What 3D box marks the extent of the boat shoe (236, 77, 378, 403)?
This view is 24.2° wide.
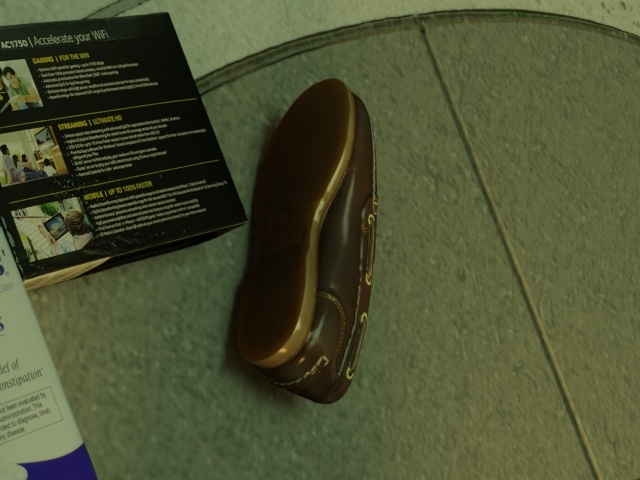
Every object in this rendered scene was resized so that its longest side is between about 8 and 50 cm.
[{"bbox_3d":[0.000,0.000,0.915,0.073,0.073,0.207,36,54,-37],"label":"boat shoe"}]

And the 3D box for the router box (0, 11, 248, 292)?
[{"bbox_3d":[-0.129,-0.050,0.800,0.179,0.046,0.133,-16,84,-53],"label":"router box"}]

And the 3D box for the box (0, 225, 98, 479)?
[{"bbox_3d":[-0.175,0.064,0.620,0.072,0.126,0.137,-19,87,-52],"label":"box"}]
